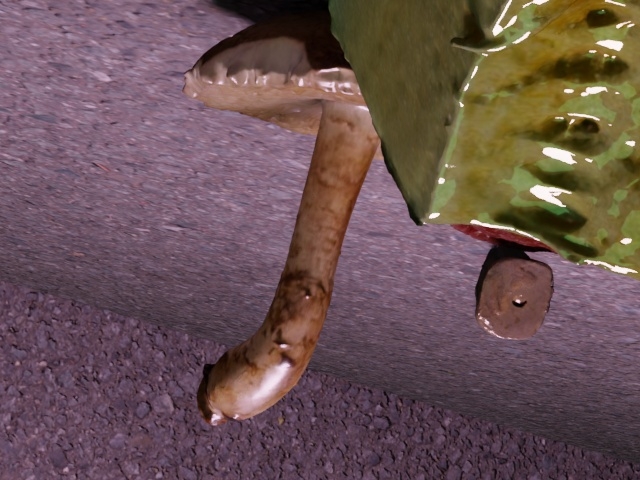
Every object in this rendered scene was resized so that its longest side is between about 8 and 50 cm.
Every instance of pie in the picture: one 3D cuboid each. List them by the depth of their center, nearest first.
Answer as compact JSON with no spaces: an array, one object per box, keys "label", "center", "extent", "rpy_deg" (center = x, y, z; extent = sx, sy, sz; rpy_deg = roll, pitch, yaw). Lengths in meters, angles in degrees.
[{"label":"pie","center":[0.186,-0.019,1.637],"extent":[0.153,0.038,0.153],"rpy_deg":[14,171,2]}]

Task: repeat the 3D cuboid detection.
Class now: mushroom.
[{"label":"mushroom","center":[0.027,-0.016,1.233],"extent":[0.208,0.302,0.233],"rpy_deg":[-19,-158,-31]}]

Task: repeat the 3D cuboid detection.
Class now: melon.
[{"label":"melon","center":[0.149,-0.122,0.722],"extent":[0.331,0.226,0.344],"rpy_deg":[33,141,14]}]

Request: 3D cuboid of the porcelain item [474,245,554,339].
[{"label":"porcelain item","center":[0.184,0.045,1.762],"extent":[0.069,0.081,0.216],"rpy_deg":[12,-174,-1]}]
